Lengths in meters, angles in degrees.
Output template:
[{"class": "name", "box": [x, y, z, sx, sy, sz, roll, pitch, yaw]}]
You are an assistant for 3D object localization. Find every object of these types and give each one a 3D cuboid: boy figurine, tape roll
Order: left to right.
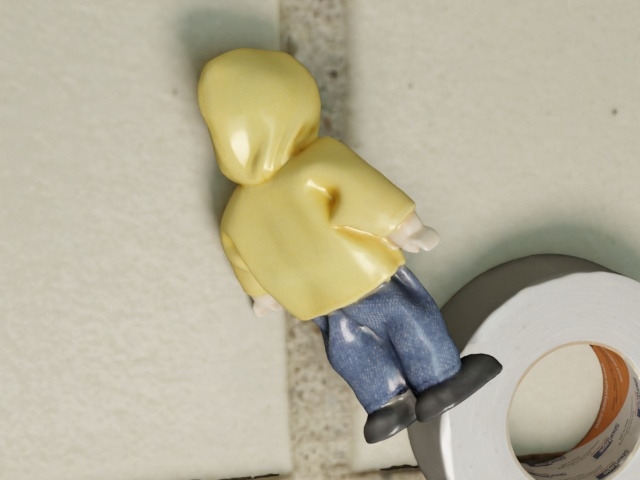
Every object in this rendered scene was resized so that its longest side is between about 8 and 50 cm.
[{"class": "boy figurine", "box": [0.000, 0.000, 1.327, 0.092, 0.177, 0.285, -32, 90, -45]}, {"class": "tape roll", "box": [0.177, 0.123, 1.442, 0.219, 0.072, 0.219, -4, 102, -18]}]
